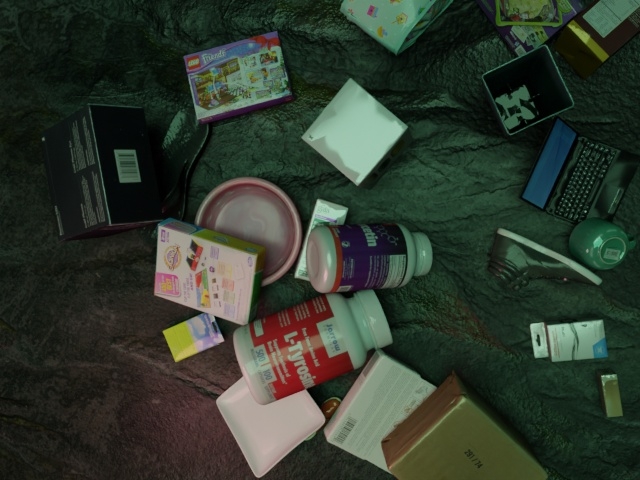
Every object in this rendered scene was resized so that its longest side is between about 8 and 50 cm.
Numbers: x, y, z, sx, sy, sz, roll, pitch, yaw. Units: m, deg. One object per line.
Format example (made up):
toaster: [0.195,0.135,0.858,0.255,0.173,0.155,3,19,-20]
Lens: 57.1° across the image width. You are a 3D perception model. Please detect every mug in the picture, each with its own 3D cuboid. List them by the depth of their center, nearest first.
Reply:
mug: [0.748,0.005,1.544,0.158,0.097,0.129,-36,109,3]

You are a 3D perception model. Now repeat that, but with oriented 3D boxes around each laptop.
laptop: [0.687,-0.167,1.551,0.264,0.136,0.234,24,97,10]

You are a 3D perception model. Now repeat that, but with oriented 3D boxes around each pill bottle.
pill bottle: [0.132,0.043,1.603,0.323,0.181,0.181,-3,92,-19]
pill bottle: [-0.018,0.282,1.644,0.408,0.229,0.229,-22,88,-3]

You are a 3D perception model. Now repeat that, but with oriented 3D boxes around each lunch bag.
lunch bag: [0.213,-0.666,1.621,0.223,0.160,0.262,42,93,6]

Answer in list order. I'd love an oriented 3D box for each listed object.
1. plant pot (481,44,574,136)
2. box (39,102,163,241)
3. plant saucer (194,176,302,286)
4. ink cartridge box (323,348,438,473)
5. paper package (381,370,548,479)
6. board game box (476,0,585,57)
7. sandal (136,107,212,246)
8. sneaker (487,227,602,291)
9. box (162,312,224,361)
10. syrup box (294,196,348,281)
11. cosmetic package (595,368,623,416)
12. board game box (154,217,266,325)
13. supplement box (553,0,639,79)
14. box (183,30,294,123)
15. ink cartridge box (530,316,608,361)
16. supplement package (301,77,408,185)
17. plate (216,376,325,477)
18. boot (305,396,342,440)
plant pot: [0.519,-0.367,1.528,0.166,0.234,0.165,-24,88,11]
box: [-0.650,-0.192,1.738,0.313,0.179,0.343,-10,90,40]
plant saucer: [-0.211,-0.023,1.765,0.332,0.084,0.332,0,91,12]
ink cartridge box: [0.196,0.500,1.699,0.261,0.066,0.296,32,94,-14]
paper package: [0.380,0.585,1.593,0.325,0.168,0.309,43,99,-6]
board game box: [0.507,-0.670,1.547,0.056,0.208,0.346,-32,85,-25]
sandal: [-0.474,-0.197,1.799,0.168,0.107,0.445,21,95,9]
sneaker: [0.594,0.089,1.601,0.296,0.104,0.146,26,99,15]
box: [-0.389,0.295,1.832,0.178,0.042,0.109,-24,88,11]
syrup box: [0.000,0.000,1.709,0.093,0.096,0.236,16,96,-5]
cosmetic package: [0.781,0.412,1.591,0.041,0.060,0.115,-9,92,11]
board game box: [-0.326,0.091,1.710,0.317,0.064,0.242,17,115,14]
supplement box: [0.730,-0.543,1.501,0.194,0.191,0.129,-42,84,10]
box: [-0.241,-0.482,1.747,0.293,0.057,0.200,-13,85,5]
ink cartridge box: [0.676,0.272,1.607,0.180,0.060,0.104,-8,91,12]
supplement package: [0.110,-0.276,1.599,0.198,0.263,0.199,42,100,7]
plate: [-0.147,0.506,1.752,0.277,0.045,0.278,-42,61,9]
boot: [0.003,0.530,1.741,0.059,0.084,0.158,45,98,8]
